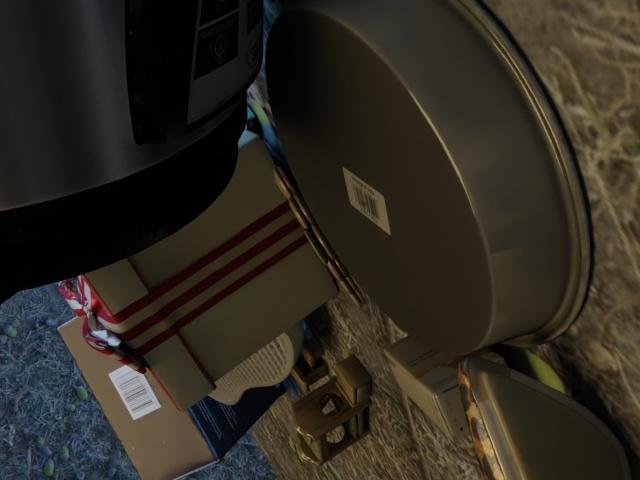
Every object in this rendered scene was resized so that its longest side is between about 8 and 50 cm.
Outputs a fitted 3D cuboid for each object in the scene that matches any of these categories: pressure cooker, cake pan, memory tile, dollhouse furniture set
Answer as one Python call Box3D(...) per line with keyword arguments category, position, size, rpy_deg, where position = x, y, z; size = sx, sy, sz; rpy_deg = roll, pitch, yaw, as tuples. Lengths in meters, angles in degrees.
Box3D(category="pressure cooker", position=(-0.229, -0.163, 0.460), size=(0.375, 0.370, 0.420), rpy_deg=(38, 138, 43))
Box3D(category="cake pan", position=(0.051, -0.044, 0.483), size=(0.293, 0.054, 0.293), rpy_deg=(52, 161, 26))
Box3D(category="memory tile", position=(0.000, 0.000, 0.675), size=(0.113, 0.012, 0.148), rpy_deg=(59, -178, 30))
Box3D(category="dollhouse furniture set", position=(-0.018, 0.194, 0.977), size=(0.161, 0.101, 0.182), rpy_deg=(50, 160, 31))

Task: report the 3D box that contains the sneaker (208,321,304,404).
Box3D(category="sneaker", position=(-0.102, 0.129, 1.048), size=(0.135, 0.150, 0.366), rpy_deg=(37, 150, -8))

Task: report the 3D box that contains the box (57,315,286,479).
Box3D(category="box", position=(-0.269, 0.237, 1.378), size=(0.343, 0.179, 0.312), rpy_deg=(61, -157, 0))

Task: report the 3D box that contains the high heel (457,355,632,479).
Box3D(category="high heel", position=(0.146, 0.193, 0.510), size=(0.261, 0.093, 0.186), rpy_deg=(52, 157, -2))

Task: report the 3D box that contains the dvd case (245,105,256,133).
Box3D(category="dvd case", position=(-0.101, -0.138, 0.831), size=(0.087, 0.013, 0.119), rpy_deg=(54, 164, 19))

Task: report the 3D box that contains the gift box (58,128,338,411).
Box3D(category="gift box", position=(-0.181, 0.000, 0.824), size=(0.276, 0.258, 0.255), rpy_deg=(61, 164, -24))

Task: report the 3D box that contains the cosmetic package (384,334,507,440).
Box3D(category="cosmetic package", position=(0.097, 0.102, 0.547), size=(0.041, 0.060, 0.115), rpy_deg=(66, 170, -12))
